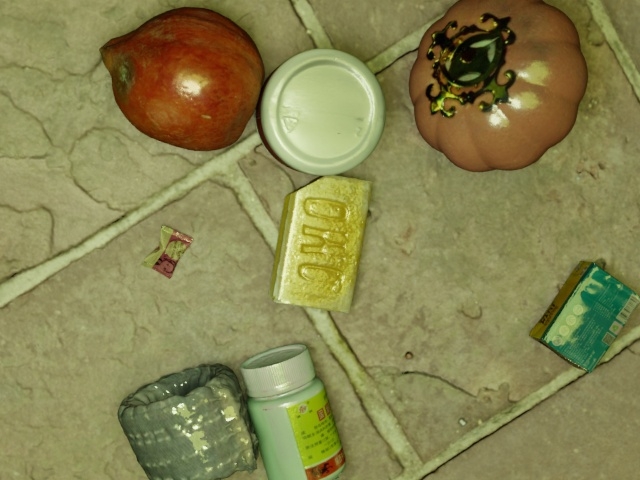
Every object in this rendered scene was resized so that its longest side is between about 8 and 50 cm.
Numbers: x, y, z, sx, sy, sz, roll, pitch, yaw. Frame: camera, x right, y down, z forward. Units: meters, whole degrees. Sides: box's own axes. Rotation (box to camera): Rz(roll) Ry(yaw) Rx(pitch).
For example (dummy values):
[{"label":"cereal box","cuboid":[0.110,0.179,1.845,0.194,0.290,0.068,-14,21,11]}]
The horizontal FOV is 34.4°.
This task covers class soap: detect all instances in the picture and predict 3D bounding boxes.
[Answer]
[{"label":"soap","cuboid":[0.000,0.000,1.771,0.140,0.073,0.231,9,93,-13]}]

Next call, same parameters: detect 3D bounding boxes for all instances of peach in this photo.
[{"label":"peach","cuboid":[-0.224,-0.263,1.643,0.257,0.232,0.232,27,91,-17]}]

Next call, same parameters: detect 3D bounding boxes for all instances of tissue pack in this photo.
[{"label":"tissue pack","cuboid":[0.470,0.135,1.840,0.120,0.082,0.169,34,90,-8]}]

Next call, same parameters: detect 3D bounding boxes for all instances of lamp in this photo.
[{"label":"lamp","cuboid":[0.298,-0.257,1.702,0.306,0.240,0.305,-6,79,35]}]

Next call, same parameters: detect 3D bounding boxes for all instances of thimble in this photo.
[{"label":"thimble","cuboid":[-0.206,0.308,1.691,0.205,0.236,0.172,-27,98,-37]}]

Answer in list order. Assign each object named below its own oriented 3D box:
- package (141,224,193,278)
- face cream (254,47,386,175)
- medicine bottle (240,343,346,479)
[{"label":"package","cuboid":[-0.262,0.020,1.761,0.059,0.029,0.083,27,102,-16]},{"label":"face cream","cuboid":[-0.004,-0.208,1.693,0.201,0.187,0.200,-1,95,-8]},{"label":"medicine bottle","cuboid":[-0.049,0.302,1.758,0.139,0.139,0.225,-17,97,-6]}]
